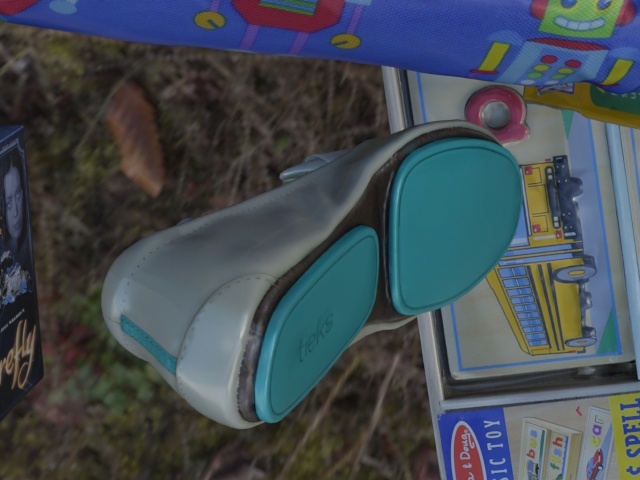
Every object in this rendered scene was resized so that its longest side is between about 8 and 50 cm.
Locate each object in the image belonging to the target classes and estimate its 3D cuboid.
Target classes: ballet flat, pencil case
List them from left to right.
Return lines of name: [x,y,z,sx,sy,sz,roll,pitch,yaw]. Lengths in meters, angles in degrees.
pencil case: [-0.013,-0.130,0.666,0.306,0.133,0.119,6,129,-12]
ballet flat: [0.000,0.000,0.699,0.086,0.248,0.086,8,107,26]

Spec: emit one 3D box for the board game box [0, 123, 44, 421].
board game box: [-0.218,0.043,0.989,0.042,0.243,0.165,2,108,11]

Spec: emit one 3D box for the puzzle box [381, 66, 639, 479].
puzzle box: [0.185,-0.021,1.121,0.272,0.052,0.409,-8,98,13]

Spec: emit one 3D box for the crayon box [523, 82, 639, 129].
crayon box: [0.234,-0.147,0.900,0.083,0.323,0.203,-2,102,-30]
